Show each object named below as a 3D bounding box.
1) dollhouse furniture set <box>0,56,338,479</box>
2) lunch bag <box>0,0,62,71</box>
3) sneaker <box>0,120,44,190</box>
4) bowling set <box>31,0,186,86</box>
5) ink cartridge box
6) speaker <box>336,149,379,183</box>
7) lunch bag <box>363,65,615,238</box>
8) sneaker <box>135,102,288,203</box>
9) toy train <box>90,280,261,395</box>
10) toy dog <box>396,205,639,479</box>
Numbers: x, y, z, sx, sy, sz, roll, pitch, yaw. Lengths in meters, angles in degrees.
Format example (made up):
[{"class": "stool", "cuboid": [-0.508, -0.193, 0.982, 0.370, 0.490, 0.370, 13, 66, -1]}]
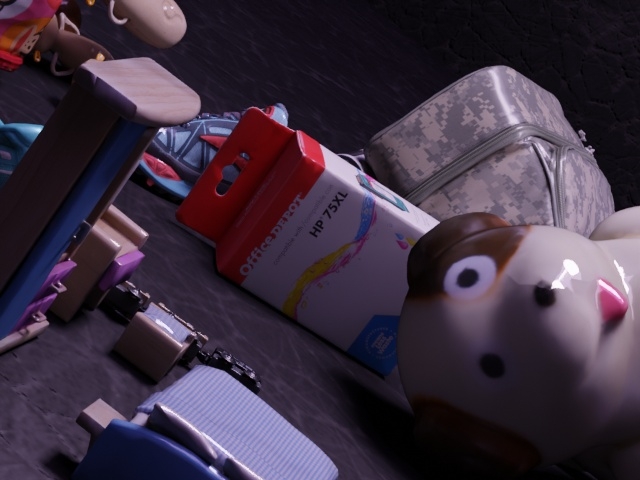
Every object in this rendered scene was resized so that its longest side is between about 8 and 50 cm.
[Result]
[{"class": "dollhouse furniture set", "cuboid": [-0.053, 0.052, 1.255, 0.303, 0.198, 0.286, 38, 13, 5]}, {"class": "lunch bag", "cuboid": [-0.382, -0.288, 1.790, 0.293, 0.120, 0.258, 30, 13, -22]}, {"class": "sneaker", "cuboid": [-0.293, -0.111, 1.411, 0.275, 0.110, 0.107, 41, 14, 23]}, {"class": "bowling set", "cuboid": [-0.242, -0.231, 1.930, 0.200, 0.287, 0.154, -7, -23, 33]}, {"class": "ink cartridge box", "cuboid": [0.000, 0.000, 1.724, 0.231, 0.134, 0.078, 32, 14, -15]}, {"class": "speaker", "cuboid": [0.039, -0.077, 2.284, 0.055, 0.055, 0.136, 38, 13, 9]}, {"class": "lunch bag", "cuboid": [0.226, -0.036, 2.279, 0.256, 0.212, 0.305, 64, 16, 17]}, {"class": "sneaker", "cuboid": [-0.087, -0.090, 1.837, 0.262, 0.125, 0.104, 30, 14, -26]}, {"class": "toy train", "cuboid": [-0.110, 0.066, 1.443, 0.158, 0.027, 0.036, 36, 9, -4]}, {"class": "toy dog", "cuboid": [0.256, 0.095, 1.666, 0.408, 0.284, 0.395, 13, -16, -32]}]
